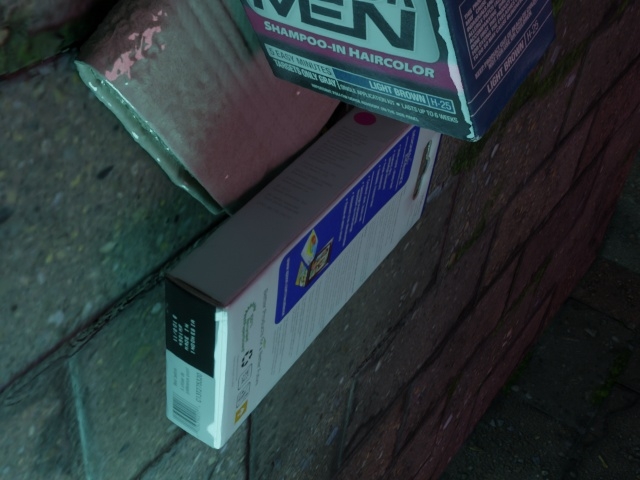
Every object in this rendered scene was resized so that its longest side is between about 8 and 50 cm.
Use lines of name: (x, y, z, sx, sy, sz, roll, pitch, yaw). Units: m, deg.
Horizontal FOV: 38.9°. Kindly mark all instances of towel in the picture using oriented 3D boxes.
towel: (-0.060, -0.130, 0.674, 0.187, 0.049, 0.282, -59, 156, -12)

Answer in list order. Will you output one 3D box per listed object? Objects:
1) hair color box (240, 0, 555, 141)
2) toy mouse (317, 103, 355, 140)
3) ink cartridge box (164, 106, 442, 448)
hair color box: (0.008, -0.221, 0.474, 0.105, 0.174, 0.347, -52, 144, -21)
toy mouse: (0.021, -0.081, 0.920, 0.161, 0.031, 0.143, -64, 158, 3)
ink cartridge box: (0.000, 0.000, 0.806, 0.371, 0.069, 0.176, -43, 153, -40)
